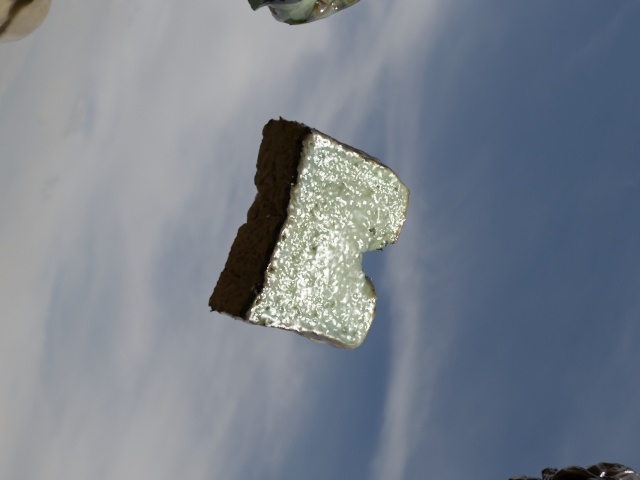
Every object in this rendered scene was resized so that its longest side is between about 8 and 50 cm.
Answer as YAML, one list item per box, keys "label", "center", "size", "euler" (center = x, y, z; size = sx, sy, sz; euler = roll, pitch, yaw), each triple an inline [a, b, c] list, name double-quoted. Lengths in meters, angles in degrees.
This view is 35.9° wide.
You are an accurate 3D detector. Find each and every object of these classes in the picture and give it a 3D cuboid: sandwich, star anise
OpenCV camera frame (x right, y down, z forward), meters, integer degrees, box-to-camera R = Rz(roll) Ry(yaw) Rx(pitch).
- label: "sandwich"
  center: [-0.001, 0.000, 1.332]
  size: [0.095, 0.249, 0.273]
  euler: [10, -100, 48]
- label: "star anise"
  center: [0.266, 0.256, 0.961]
  size: [0.177, 0.234, 0.073]
  euler: [-16, 99, -75]

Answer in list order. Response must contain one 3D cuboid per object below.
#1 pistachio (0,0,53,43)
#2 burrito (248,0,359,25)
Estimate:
- label: "pistachio"
  center: [-0.371, -0.302, 1.065]
  size: [0.293, 0.162, 0.181]
  euler: [41, -59, 60]
- label: "burrito"
  center: [-0.029, -0.282, 0.796]
  size: [0.144, 0.089, 0.229]
  euler: [-29, -113, 1]
